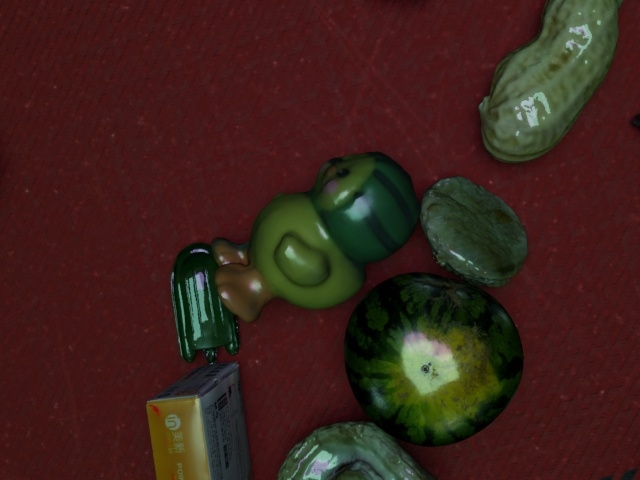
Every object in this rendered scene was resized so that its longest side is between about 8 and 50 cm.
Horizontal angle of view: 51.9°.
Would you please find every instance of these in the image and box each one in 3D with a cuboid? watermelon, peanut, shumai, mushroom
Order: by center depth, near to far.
[{"bbox_3d":[0.168,0.177,0.998,0.269,0.269,0.269,0,92,5],"label":"watermelon"},{"bbox_3d":[0.359,-0.267,1.019,0.153,0.140,0.325,28,93,20],"label":"peanut"},{"bbox_3d":[0.232,0.001,1.052,0.201,0.201,0.120,35,136,3],"label":"shumai"},{"bbox_3d":[0.072,0.383,1.053,0.267,0.189,0.164,-20,51,31],"label":"mushroom"}]

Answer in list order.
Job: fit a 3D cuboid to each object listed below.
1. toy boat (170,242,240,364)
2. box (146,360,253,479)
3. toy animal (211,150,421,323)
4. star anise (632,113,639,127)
[{"bbox_3d":[-0.198,0.108,1.123,0.104,0.052,0.210,-9,91,-11],"label":"toy boat"},{"bbox_3d":[-0.180,0.350,1.049,0.091,0.221,0.274,-6,90,9],"label":"box"},{"bbox_3d":[0.003,0.001,1.035,0.338,0.216,0.191,-34,116,7],"label":"toy animal"},{"bbox_3d":[0.622,-0.149,1.011,0.212,0.129,0.283,-21,99,11],"label":"star anise"}]
